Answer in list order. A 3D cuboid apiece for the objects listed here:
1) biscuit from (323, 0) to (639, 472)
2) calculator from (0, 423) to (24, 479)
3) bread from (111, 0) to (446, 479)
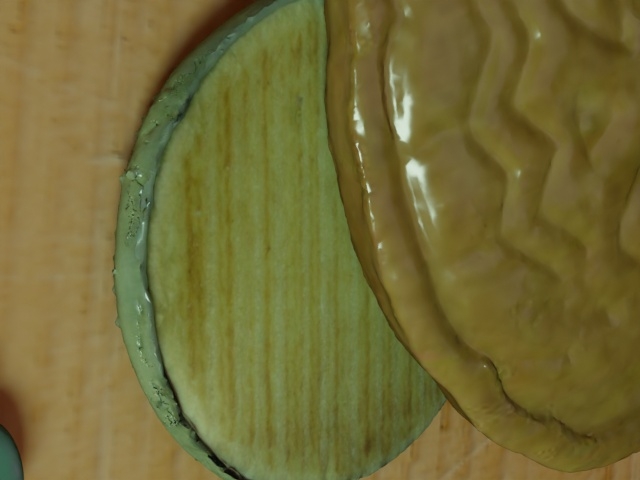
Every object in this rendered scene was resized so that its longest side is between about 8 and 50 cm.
[{"bbox_3d":[0.166,-0.079,0.693,0.365,0.062,0.385,-32,116,-24],"label":"biscuit"},{"bbox_3d":[-0.223,0.134,0.438,0.299,0.041,0.185,-29,117,-40],"label":"calculator"},{"bbox_3d":[0.000,0.000,0.664,0.267,0.040,0.266,-8,101,-47],"label":"bread"}]
